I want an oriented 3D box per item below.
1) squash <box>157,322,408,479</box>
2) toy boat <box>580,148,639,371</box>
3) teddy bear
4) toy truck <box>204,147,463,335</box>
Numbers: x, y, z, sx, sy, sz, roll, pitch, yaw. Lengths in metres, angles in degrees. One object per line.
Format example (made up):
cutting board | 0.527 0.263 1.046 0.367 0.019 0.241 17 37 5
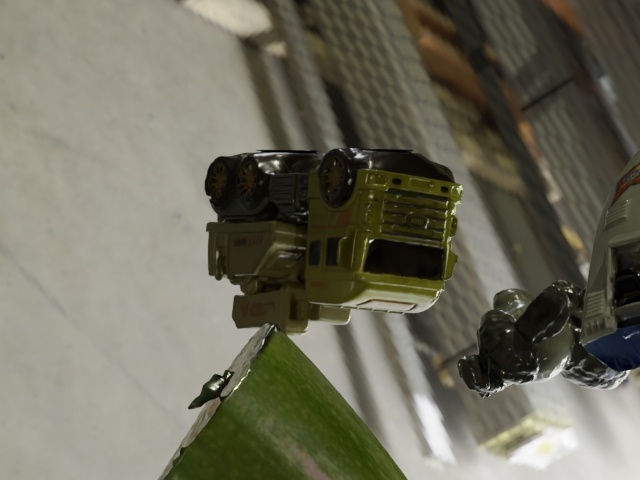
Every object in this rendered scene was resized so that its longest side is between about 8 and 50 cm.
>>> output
squash | -0.033 0.137 0.716 0.123 0.170 0.170 36 23 6
toy boat | 0.353 -0.005 1.571 0.088 0.129 0.295 47 42 -33
teddy bear | 0.302 0.111 1.903 0.251 0.171 0.144 7 46 -30
toy truck | 0.000 0.000 1.898 0.180 0.405 0.254 4 87 -35
